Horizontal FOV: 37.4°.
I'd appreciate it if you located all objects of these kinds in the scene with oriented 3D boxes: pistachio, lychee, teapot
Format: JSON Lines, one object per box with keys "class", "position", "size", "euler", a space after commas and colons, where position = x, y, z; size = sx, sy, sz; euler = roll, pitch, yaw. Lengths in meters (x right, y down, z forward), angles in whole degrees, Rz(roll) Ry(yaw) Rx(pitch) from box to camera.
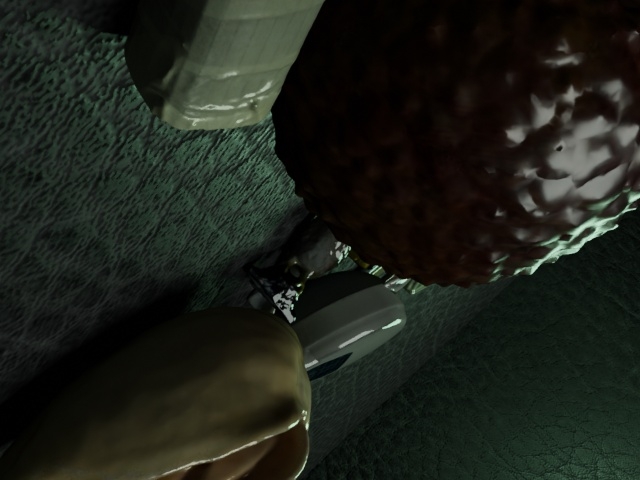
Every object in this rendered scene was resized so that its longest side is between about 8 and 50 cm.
{"class": "pistachio", "position": [-0.131, 0.169, 0.830], "size": [0.318, 0.214, 0.193], "euler": [-18, 108, -39]}
{"class": "lychee", "position": [0.088, -0.098, 0.570], "size": [0.260, 0.260, 0.260], "euler": [-40, 165, -14]}
{"class": "teapot", "position": [-0.040, -0.144, 0.424], "size": [0.107, 0.077, 0.200], "euler": [-7, 145, -35]}

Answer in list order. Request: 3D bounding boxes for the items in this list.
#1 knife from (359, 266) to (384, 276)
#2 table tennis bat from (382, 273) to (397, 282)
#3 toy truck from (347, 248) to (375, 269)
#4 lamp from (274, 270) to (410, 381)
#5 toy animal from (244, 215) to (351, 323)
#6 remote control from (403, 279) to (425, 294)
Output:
{"class": "knife", "position": [-0.012, 0.109, 1.253], "size": [0.343, 0.027, 0.061], "euler": [-40, 163, -25]}
{"class": "table tennis bat", "position": [0.073, 0.123, 1.531], "size": [0.131, 0.022, 0.234], "euler": [-24, 154, -54]}
{"class": "toy truck", "position": [0.063, -0.006, 1.099], "size": [0.083, 0.049, 0.054], "euler": [-34, 159, -38]}
{"class": "lamp", "position": [-0.009, 0.109, 1.112], "size": [0.246, 0.108, 0.179], "euler": [-29, 163, -25]}
{"class": "toy animal", "position": [-0.005, 0.005, 0.960], "size": [0.202, 0.070, 0.105], "euler": [-48, 178, 6]}
{"class": "remote control", "position": [0.246, 0.008, 1.649], "size": [0.285, 0.038, 0.123], "euler": [-24, 154, -47]}
